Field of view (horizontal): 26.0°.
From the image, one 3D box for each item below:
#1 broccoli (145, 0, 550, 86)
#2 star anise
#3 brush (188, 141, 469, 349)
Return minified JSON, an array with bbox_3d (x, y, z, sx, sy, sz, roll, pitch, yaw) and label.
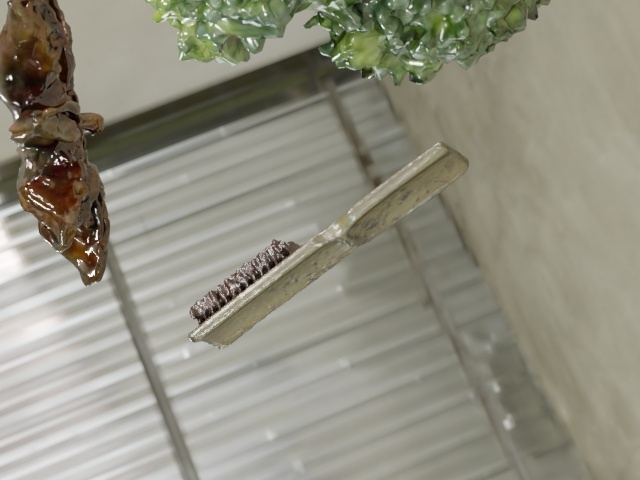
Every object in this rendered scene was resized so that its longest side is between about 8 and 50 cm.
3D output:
[{"bbox_3d":[0.001,-0.200,0.640,0.260,0.288,0.235,20,110,37],"label":"broccoli"},{"bbox_3d":[-0.235,-0.100,1.221,0.288,0.088,0.288,165,90,-80],"label":"star anise"},{"bbox_3d":[0.000,0.000,1.032,0.043,0.248,0.036,22,-144,-57],"label":"brush"}]
